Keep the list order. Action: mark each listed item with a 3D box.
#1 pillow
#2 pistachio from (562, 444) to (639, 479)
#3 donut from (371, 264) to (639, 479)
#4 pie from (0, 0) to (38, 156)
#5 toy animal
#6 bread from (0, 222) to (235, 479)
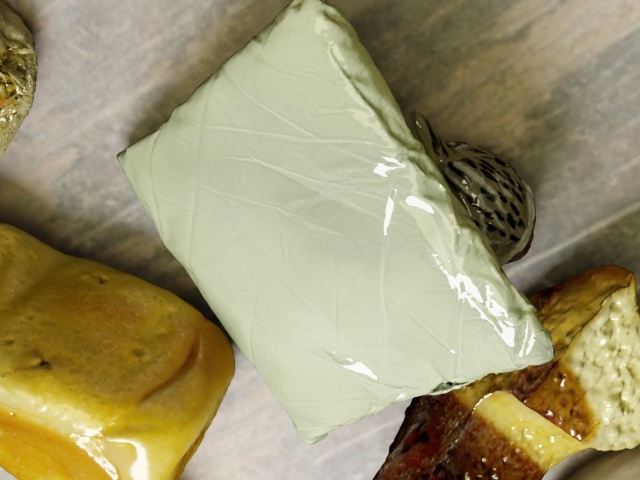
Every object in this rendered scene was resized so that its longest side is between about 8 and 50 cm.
[{"bbox_3d":[-0.001,-0.001,0.814,0.274,0.076,0.280,55,140,-4],"label":"pillow"},{"bbox_3d":[0.253,0.204,0.819,0.238,0.153,0.138,-33,85,45],"label":"pistachio"},{"bbox_3d":[0.122,0.152,0.828,0.295,0.151,0.112,-46,102,-3],"label":"donut"},{"bbox_3d":[-0.307,-0.110,0.887,0.163,0.079,0.193,40,90,33],"label":"pie"},{"bbox_3d":[0.104,-0.033,0.812,0.098,0.098,0.137,2,123,13],"label":"toy animal"},{"bbox_3d":[-0.218,0.085,0.886,0.294,0.167,0.132,25,133,5],"label":"bread"}]
